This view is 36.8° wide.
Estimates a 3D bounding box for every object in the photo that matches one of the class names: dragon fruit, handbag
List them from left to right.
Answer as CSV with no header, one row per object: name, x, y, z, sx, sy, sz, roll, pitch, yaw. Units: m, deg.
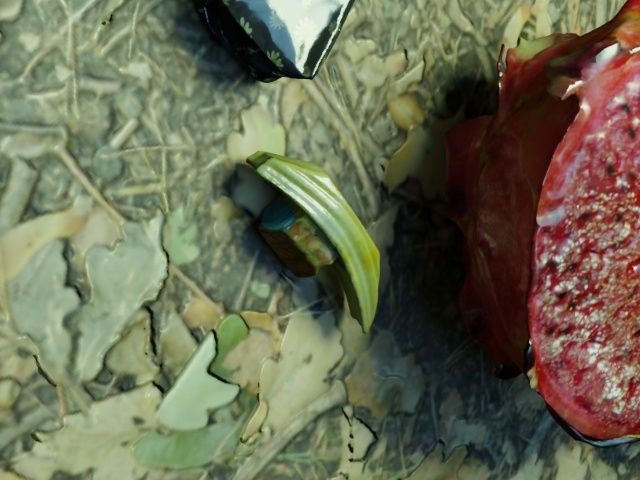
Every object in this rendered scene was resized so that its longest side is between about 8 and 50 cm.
handbag,-0.048,-0.187,0.657,0.139,0.072,0.115,32,79,-25
dragon fruit,0.259,-0.033,0.823,0.371,0.249,0.386,-45,121,-5

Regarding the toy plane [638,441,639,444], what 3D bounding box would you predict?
toy plane,0.413,0.114,1.050,0.267,0.122,0.267,2,85,-25

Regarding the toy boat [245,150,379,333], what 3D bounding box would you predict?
toy boat,0.000,0.000,0.727,0.066,0.065,0.172,-38,122,-2
